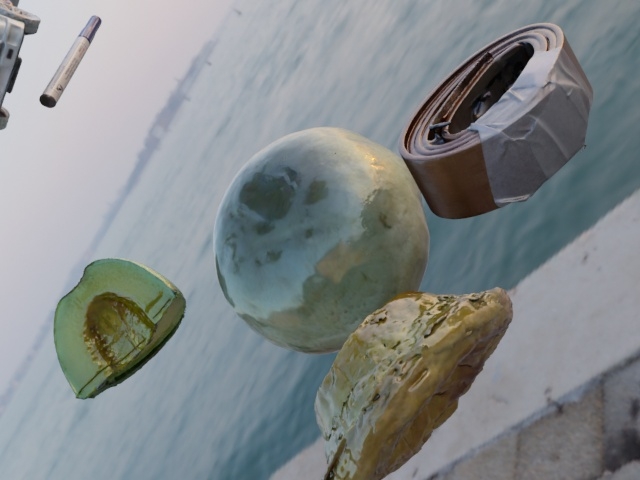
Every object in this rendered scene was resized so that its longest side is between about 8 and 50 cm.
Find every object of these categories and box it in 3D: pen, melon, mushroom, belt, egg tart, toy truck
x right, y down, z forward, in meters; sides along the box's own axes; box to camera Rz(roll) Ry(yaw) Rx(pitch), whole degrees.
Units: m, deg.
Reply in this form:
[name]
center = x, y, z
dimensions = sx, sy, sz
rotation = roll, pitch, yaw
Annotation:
[pen]
center = -0.363, -0.266, 1.291
dimensions = 0.025, 0.025, 0.204
rotation = -47, 22, 44
[melon]
center = -0.355, 0.131, 1.549
dimensions = 0.265, 0.169, 0.129
rotation = -47, -15, 13
[mushroom]
center = 0.000, 0.000, 1.300
dimensions = 0.352, 0.260, 0.352
rotation = -14, 64, 29
[belt]
center = 0.208, -0.141, 1.018
dimensions = 0.184, 0.105, 0.261
rotation = 0, 42, 47
[egg tart]
center = 0.094, 0.172, 1.055
dimensions = 0.341, 0.129, 0.341
rotation = -46, -20, -23
[toy truck]
center = -0.542, -0.299, 1.242
dimensions = 0.387, 0.206, 0.173
rotation = 42, 113, 54
